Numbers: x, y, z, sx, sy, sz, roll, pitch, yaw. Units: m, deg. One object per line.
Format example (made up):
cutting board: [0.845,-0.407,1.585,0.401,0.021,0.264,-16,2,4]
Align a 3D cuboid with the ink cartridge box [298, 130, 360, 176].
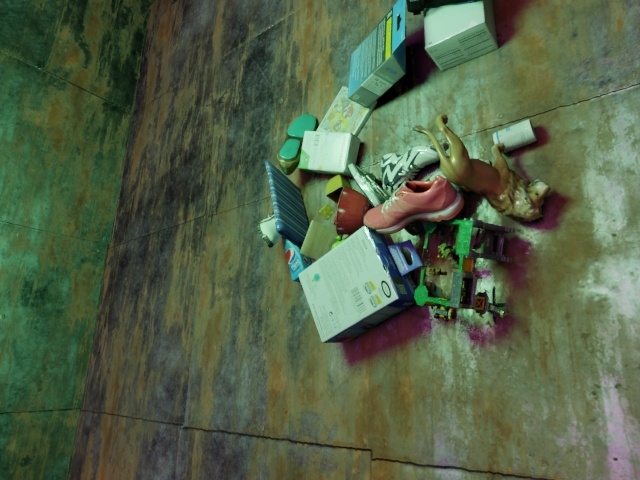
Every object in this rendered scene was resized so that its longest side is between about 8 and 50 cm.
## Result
ink cartridge box: [0.035,-0.342,1.716,0.212,0.093,0.154,11,91,32]

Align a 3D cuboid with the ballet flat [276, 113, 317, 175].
ballet flat: [-0.098,-0.397,1.842,0.116,0.124,0.342,12,49,5]

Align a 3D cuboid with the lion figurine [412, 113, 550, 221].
lion figurine: [0.439,-0.189,1.218,0.142,0.392,0.240,121,158,-51]

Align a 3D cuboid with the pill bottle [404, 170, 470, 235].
pill bottle: [0.361,-0.131,1.384,0.245,0.130,0.130,-38,55,25]

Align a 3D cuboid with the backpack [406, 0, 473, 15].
backpack: [0.368,-0.869,1.339,0.276,0.263,0.213,11,82,43]

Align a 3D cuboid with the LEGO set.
LEGO set: [0.426,0.072,1.267,0.255,0.192,0.331,-12,71,63]

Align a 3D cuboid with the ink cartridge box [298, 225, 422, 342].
ink cartridge box: [0.140,0.137,1.432,0.395,0.151,0.270,-39,60,32]

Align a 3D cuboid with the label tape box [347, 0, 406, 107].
label tape box: [0.239,-0.684,1.594,0.333,0.106,0.241,-31,47,53]

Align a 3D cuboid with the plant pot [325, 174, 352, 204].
plant pot: [0.072,-0.205,1.686,0.081,0.081,0.083,-27,50,30]

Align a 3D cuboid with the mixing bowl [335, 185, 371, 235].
mixing bowl: [0.125,-0.098,1.562,0.098,0.181,0.181,11,82,15]

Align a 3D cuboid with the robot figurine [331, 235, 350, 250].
robot figurine: [0.090,0.027,1.597,0.115,0.067,0.101,-26,92,30]

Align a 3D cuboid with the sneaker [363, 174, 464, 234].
sneaker: [0.248,-0.117,1.272,0.314,0.136,0.116,-14,39,36]

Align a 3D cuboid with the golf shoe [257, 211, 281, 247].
golf shoe: [-0.170,-0.069,1.747,0.120,0.105,0.273,-27,19,19]

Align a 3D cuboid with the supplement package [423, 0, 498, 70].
supplement package: [0.474,-0.762,1.490,0.204,0.145,0.262,-12,69,37]

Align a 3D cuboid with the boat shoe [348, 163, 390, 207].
boat shoe: [0.179,-0.208,1.599,0.070,0.078,0.219,-34,65,4]

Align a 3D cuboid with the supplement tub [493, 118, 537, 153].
supplement tub: [0.580,-0.309,1.302,0.107,0.071,0.071,-20,64,33]

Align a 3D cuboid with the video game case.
video game case: [0.101,-0.505,1.792,0.206,0.026,0.227,40,102,40]

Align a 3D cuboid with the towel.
towel: [-0.126,-0.123,1.701,0.040,0.243,0.336,-26,56,19]

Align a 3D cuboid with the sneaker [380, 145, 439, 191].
sneaker: [0.303,-0.228,1.490,0.235,0.094,0.153,-1,77,40]

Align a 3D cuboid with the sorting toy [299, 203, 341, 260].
sorting toy: [0.000,0.000,1.648,0.046,0.132,0.275,8,76,67]

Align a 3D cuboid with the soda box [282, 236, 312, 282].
soda box: [-0.089,0.061,1.731,0.067,0.071,0.210,-33,57,27]
